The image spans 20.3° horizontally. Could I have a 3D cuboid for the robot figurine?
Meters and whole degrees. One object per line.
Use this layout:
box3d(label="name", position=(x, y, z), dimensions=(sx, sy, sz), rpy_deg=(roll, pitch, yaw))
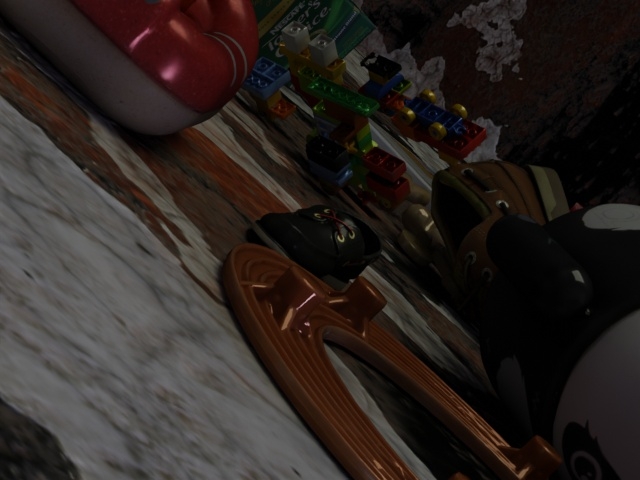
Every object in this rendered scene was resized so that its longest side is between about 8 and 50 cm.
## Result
box3d(label="robot figurine", position=(0.198, 0.082, 1.118), dimensions=(0.209, 0.173, 0.278), rpy_deg=(5, 20, -15))

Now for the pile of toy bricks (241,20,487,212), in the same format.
box3d(label="pile of toy bricks", position=(0.026, -0.076, 1.408), dimensions=(0.212, 0.118, 0.105), rpy_deg=(30, -31, 35))

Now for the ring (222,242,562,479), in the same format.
box3d(label="ring", position=(0.084, 0.115, 0.838), dimensions=(0.336, 0.032, 0.336), rpy_deg=(43, 8, -8))

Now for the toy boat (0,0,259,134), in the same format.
box3d(label="toy boat", position=(-0.081, -0.153, 0.968), dimensions=(0.151, 0.151, 0.231), rpy_deg=(44, 7, -3))

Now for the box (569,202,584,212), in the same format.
box3d(label="box", position=(0.305, 0.097, 1.758), dimensions=(0.257, 0.128, 0.122), rpy_deg=(39, 9, -34))

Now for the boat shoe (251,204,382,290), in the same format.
box3d(label="boat shoe", position=(-0.001, -0.001, 0.990), dimensions=(0.049, 0.042, 0.133), rpy_deg=(48, 10, 16))

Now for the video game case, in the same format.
box3d(label="video game case", position=(0.142, -0.045, 2.071), dimensions=(0.204, 0.025, 0.285), rpy_deg=(49, 9, 34))

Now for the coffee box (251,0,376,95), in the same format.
box3d(label="coffee box", position=(-0.024, -0.216, 1.792), dimensions=(0.040, 0.113, 0.184), rpy_deg=(51, 8, 23))

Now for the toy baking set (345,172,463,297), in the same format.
box3d(label="toy baking set", position=(0.097, 0.001, 1.566), dimensions=(0.256, 0.030, 0.197), rpy_deg=(22, 28, -55))

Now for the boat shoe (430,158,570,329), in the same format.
box3d(label="boat shoe", position=(0.150, 0.040, 1.407), dimensions=(0.104, 0.110, 0.307), rpy_deg=(8, 28, -12))
